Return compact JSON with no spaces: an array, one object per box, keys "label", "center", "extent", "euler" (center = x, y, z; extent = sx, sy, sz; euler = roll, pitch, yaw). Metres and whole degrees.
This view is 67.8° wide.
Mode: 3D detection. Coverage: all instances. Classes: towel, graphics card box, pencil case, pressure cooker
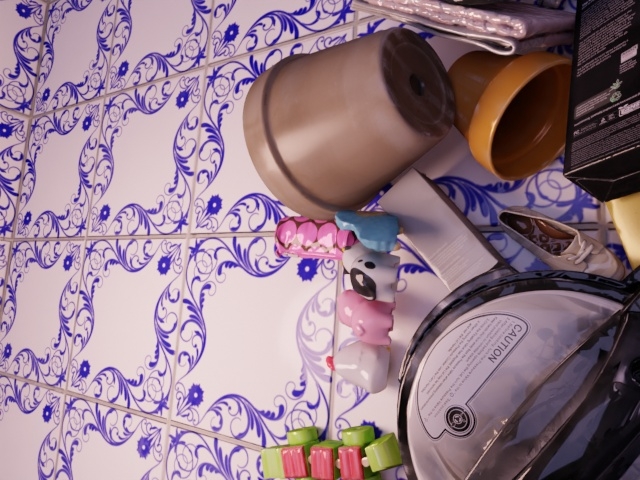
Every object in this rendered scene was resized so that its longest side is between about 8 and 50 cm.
[{"label":"towel","center":[0.262,-0.390,0.823],"extent":[0.331,0.316,0.054],"euler":[33,130,32]},{"label":"graphics card box","center":[0.449,-0.253,0.609],"extent":[0.232,0.094,0.371],"euler":[-27,41,58]},{"label":"pencil case","center":[0.000,0.000,1.038],"extent":[0.209,0.095,0.098],"euler":[1,47,35]},{"label":"pressure cooker","center":[0.296,0.212,0.592],"extent":[0.375,0.420,0.371],"euler":[-8,84,24]}]

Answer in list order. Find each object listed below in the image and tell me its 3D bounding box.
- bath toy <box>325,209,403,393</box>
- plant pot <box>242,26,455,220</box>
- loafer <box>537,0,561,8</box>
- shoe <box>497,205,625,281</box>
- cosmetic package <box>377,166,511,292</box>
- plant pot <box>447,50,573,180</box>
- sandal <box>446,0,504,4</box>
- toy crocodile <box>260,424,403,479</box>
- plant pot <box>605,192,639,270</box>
[{"label":"bath toy","center":[0.078,0.121,0.897],"extent":[0.128,0.151,0.349],"euler":[6,110,11]},{"label":"plant pot","center":[0.068,-0.224,0.852],"extent":[0.280,0.323,0.324],"euler":[-18,71,48]},{"label":"loafer","center":[0.435,-0.449,0.845],"extent":[0.039,0.045,0.125],"euler":[42,71,19]},{"label":"shoe","center":[0.394,0.007,0.800],"extent":[0.219,0.058,0.077],"euler":[36,101,32]},{"label":"cosmetic package","center":[0.226,-0.012,0.873],"extent":[0.107,0.127,0.238],"euler":[-47,59,18]},{"label":"plant pot","center":[0.313,-0.238,0.826],"extent":[0.205,0.205,0.188],"euler":[-51,44,15]},{"label":"sandal","center":[0.309,-0.472,0.808],"extent":[0.167,0.107,0.446],"euler":[18,51,28]},{"label":"toy crocodile","center":[0.011,0.434,0.945],"extent":[0.340,0.105,0.115],"euler":[-16,73,30]},{"label":"plant pot","center":[0.522,-0.032,0.649],"extent":[0.187,0.212,0.213],"euler":[-27,68,39]}]
